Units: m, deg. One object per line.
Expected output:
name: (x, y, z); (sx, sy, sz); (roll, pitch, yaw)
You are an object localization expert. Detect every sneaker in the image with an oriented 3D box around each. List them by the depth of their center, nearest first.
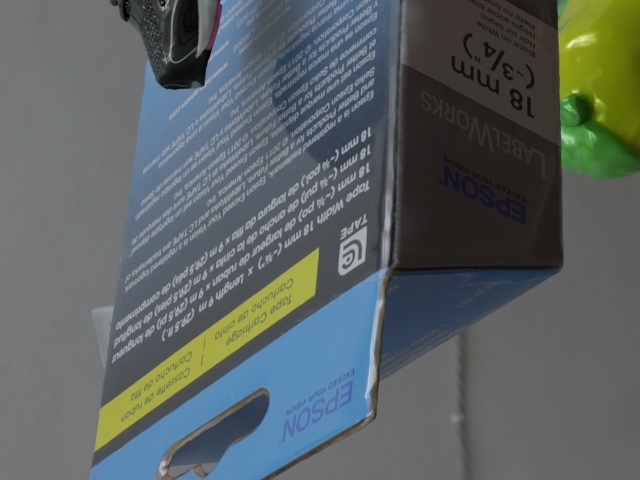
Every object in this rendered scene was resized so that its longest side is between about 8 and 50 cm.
sneaker: (-0.101, -0.146, 0.870); (0.077, 0.072, 0.178); (-9, -123, -18)

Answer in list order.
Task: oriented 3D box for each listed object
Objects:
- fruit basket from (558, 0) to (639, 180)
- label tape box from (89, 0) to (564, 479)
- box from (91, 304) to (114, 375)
fruit basket: (0.312, -0.158, 1.326); (0.283, 0.392, 0.392); (28, -126, -13)
label tape box: (0.000, 0.000, 0.858); (0.106, 0.240, 0.333); (25, -130, -27)
box: (-0.120, 0.093, 1.388); (0.087, 0.102, 0.101); (-11, -88, -19)
